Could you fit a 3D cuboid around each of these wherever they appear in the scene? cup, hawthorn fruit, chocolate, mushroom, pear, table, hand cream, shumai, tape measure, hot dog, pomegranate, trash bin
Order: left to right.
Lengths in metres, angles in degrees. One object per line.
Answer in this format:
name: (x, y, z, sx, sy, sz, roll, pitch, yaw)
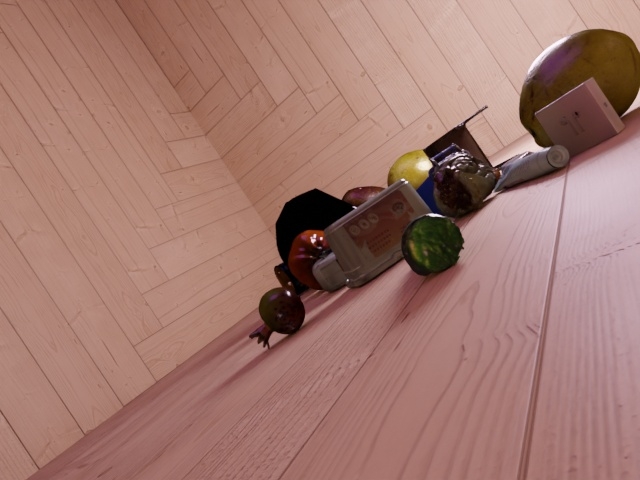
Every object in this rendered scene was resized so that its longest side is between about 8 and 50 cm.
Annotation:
pomegranate: (-0.109, 0.196, 1.286, 0.129, 0.129, 0.159, -34, 19, 52)
cup: (-0.083, 0.145, 2.440, 0.256, 0.178, 0.255, -31, 0, -25)
hawthorn fruit: (-0.011, 0.079, 1.878, 0.224, 0.224, 0.261, -34, -11, -7)
chocolate: (0.000, 0.000, 2.174, 0.384, 0.383, 0.331, -34, -7, 0)
tape measure: (0.086, 0.059, 1.644, 0.246, 0.125, 0.243, -33, 1, -11)
mushroom: (0.213, -0.108, 2.402, 0.331, 0.334, 0.356, 113, -178, -58)
pear: (0.471, -0.293, 2.456, 0.304, 0.303, 0.304, -34, 0, 0)
chocolate: (0.210, -0.003, 0.986, 0.110, 0.110, 0.291, -34, -2, 9)
trash bin: (0.383, -0.162, 1.551, 0.163, 0.184, 0.234, -32, -6, -21)
shumai: (0.392, -0.141, 1.330, 0.184, 0.184, 0.142, -34, 24, 6)
table: (0.617, -0.364, 2.081, 0.196, 0.250, 0.282, -33, 1, -14)
hot dog: (0.567, -0.214, 1.437, 0.099, 0.053, 0.192, -33, -3, 6)
hand cream: (0.497, -0.176, 1.229, 0.331, 0.058, 0.085, 162, 130, -86)
pear: (0.640, -0.375, 1.255, 0.307, 0.253, 0.253, -48, -3, 13)

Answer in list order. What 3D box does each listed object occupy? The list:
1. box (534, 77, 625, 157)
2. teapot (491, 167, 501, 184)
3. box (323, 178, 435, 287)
box: (0.575, -0.268, 1.119, 0.051, 0.129, 0.130, -34, 0, -35)
teapot: (0.518, -0.199, 1.598, 0.098, 0.078, 0.129, -34, 0, 39)
box: (0.165, -0.025, 1.392, 0.312, 0.182, 0.175, -34, 0, -12)
